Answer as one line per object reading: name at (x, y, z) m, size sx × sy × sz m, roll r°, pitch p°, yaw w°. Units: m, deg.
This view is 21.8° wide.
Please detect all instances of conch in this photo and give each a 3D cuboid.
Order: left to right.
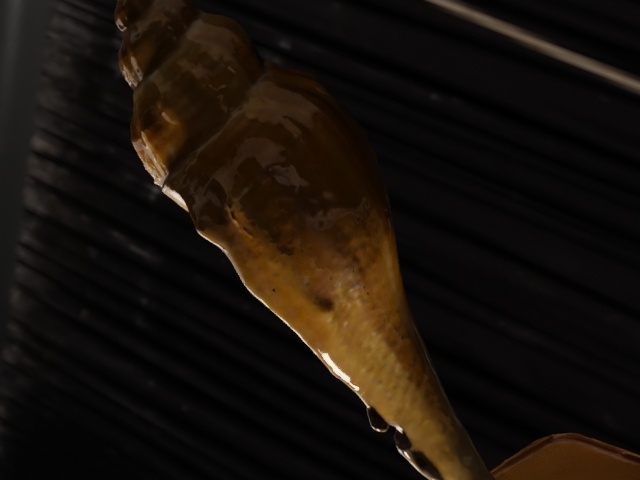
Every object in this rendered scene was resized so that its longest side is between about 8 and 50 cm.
conch at (0.004, -0.004, 0.802) m, size 0.093 × 0.330 × 0.109 m, roll -42°, pitch -172°, yaw 0°

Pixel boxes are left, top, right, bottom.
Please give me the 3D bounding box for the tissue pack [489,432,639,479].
tissue pack at (0.141, 0.286, 1.002) m, size 0.194 × 0.145 × 0.274 m, roll -25°, pitch 123°, yaw -45°
